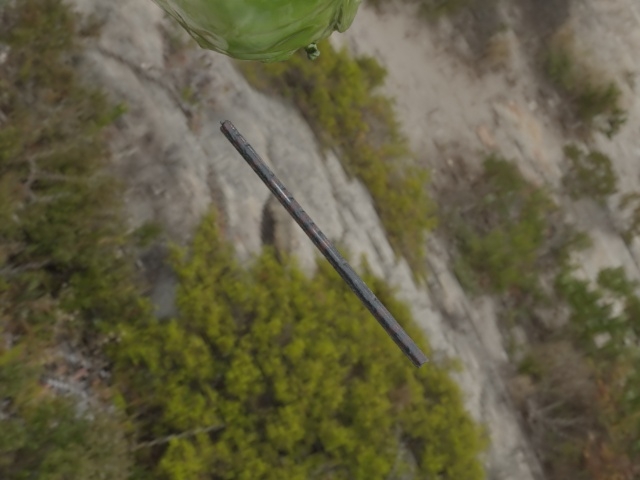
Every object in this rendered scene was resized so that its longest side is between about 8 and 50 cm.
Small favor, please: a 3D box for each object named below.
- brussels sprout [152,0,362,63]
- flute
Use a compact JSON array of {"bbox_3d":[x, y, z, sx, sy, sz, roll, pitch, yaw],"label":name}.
[{"bbox_3d":[-0.090,-0.429,1.320,0.425,0.342,0.361,62,-11,19],"label":"brussels sprout"},{"bbox_3d":[0.000,0.000,0.998,0.269,0.014,0.014,50,24,11],"label":"flute"}]
